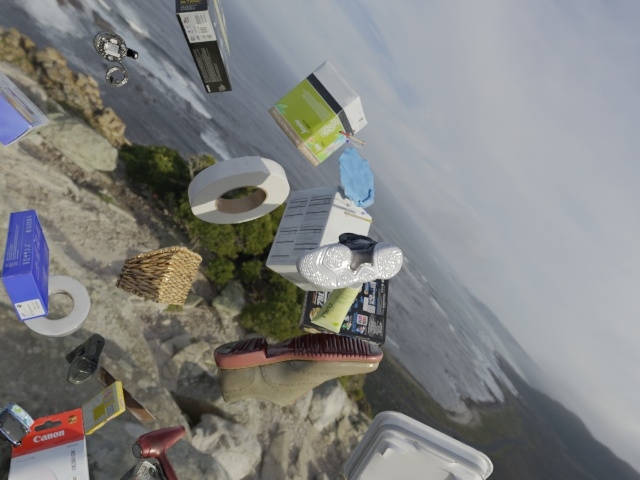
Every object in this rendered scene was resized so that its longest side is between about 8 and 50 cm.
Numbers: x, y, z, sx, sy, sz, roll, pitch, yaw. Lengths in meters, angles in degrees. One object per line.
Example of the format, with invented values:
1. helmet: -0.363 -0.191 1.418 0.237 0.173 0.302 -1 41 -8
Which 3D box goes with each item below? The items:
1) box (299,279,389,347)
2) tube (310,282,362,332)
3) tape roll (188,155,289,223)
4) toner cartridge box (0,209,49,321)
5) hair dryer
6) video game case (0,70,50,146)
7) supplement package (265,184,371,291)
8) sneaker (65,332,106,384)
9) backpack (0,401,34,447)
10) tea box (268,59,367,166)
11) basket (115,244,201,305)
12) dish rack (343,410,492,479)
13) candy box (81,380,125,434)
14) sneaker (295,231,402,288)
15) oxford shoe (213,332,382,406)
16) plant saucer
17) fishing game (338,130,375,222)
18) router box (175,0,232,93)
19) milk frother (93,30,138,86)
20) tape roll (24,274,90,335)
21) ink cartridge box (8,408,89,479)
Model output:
1. box: 0.091 0.201 1.589 0.293 0.073 0.295 14 59 -9
2. tube: 0.051 0.189 1.309 0.062 0.240 0.070 -15 57 -36
3. tape roll: -0.312 -0.185 1.753 0.392 0.392 0.072 29 41 -62
4. toner cartridge box: -0.883 0.064 1.365 0.348 0.075 0.165 -129 -145 -47
5. hair dryer: -0.538 0.748 1.523 0.223 0.080 0.293 43 29 -18
6. video game case: -0.626 -0.299 0.803 0.269 0.061 0.244 53 -9 -27
7. supplement package: 0.000 0.000 1.392 0.199 0.198 0.262 39 60 -42
8. sneaker: -0.867 0.448 1.631 0.087 0.130 0.227 45 15 -27
9. backpack: -0.858 0.501 1.245 0.105 0.114 0.084 62 39 -26
10. tea box: 0.001 -0.531 1.950 0.220 0.323 0.329 53 8 11
11. basket: -0.619 0.109 1.728 0.213 0.223 0.299 20 -8 6
12. dish rack: 0.212 0.571 1.073 0.285 0.333 0.072 25 33 8
13. candy box: -0.756 0.582 1.571 0.027 0.206 0.105 25 36 -52
14. sneaker: 0.048 0.042 1.070 0.268 0.101 0.153 -2 13 -26
15. oxford shoe: -0.043 0.273 0.947 0.123 0.348 0.130 -56 143 -83
16. plant saucer: -0.778 0.619 1.792 0.310 0.050 0.310 32 -30 21
17. fishing game: 0.104 -0.184 1.340 0.189 0.041 0.264 7 74 -51
18. router box: -0.310 -0.592 1.215 0.309 0.081 0.243 90 -7 -72
19. milk frother: -0.663 -0.576 1.434 0.129 0.143 0.135 31 6 -38
20. tape roll: -0.955 0.238 1.635 0.219 0.219 0.072 52 -31 0
21. ink cartridge box: -0.776 0.620 1.291 0.189 0.066 0.232 -7 69 -27
